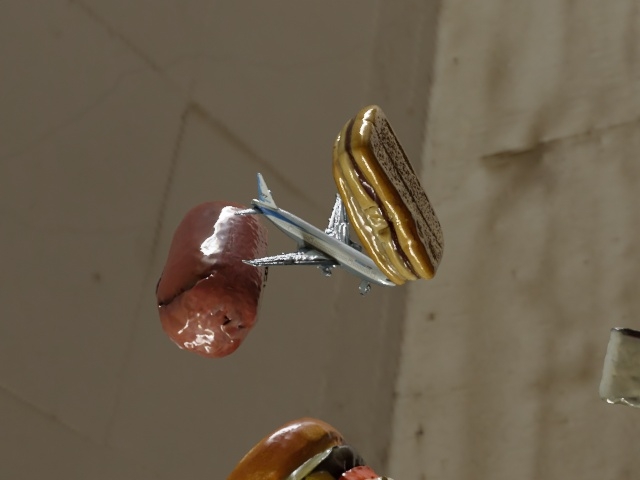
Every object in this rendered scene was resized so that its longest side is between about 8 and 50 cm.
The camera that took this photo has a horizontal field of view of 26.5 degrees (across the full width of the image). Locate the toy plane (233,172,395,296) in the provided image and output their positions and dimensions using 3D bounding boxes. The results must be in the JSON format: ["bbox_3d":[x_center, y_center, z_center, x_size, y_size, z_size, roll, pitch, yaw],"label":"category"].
[{"bbox_3d":[-0.002,0.002,1.709,0.226,0.058,0.226,38,-141,12],"label":"toy plane"}]

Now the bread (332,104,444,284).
[{"bbox_3d":[0.072,-0.048,1.506,0.200,0.077,0.116,61,-151,-24],"label":"bread"}]

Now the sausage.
[{"bbox_3d":[-0.151,0.051,1.935,0.152,0.152,0.279,60,-158,-29],"label":"sausage"}]

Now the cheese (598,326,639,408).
[{"bbox_3d":[0.475,0.172,1.364,0.034,0.400,0.085,113,169,-71],"label":"cheese"}]

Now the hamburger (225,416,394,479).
[{"bbox_3d":[-0.015,0.466,2.137,0.330,0.250,0.330,-38,-33,-30],"label":"hamburger"}]
